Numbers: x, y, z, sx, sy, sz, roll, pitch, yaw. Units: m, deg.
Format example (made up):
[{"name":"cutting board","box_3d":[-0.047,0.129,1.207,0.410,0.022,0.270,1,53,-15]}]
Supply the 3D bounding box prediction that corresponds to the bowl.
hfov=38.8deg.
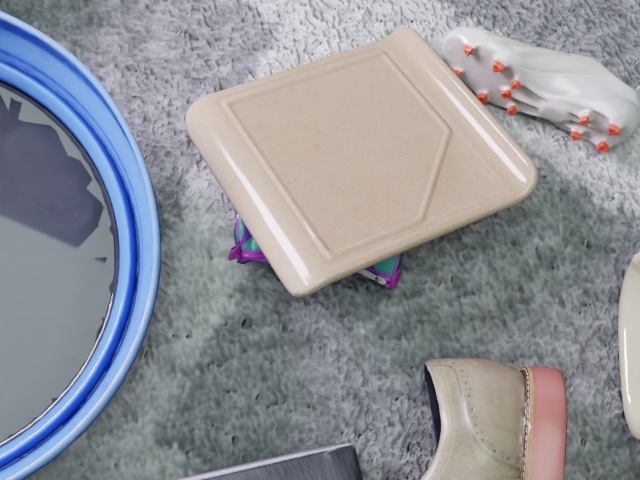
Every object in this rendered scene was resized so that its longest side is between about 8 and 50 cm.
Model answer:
[{"name":"bowl","box_3d":[-0.316,0.008,0.668,0.391,0.077,0.391,3,76,-11]}]

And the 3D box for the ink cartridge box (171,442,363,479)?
[{"name":"ink cartridge box","box_3d":[-0.062,0.313,0.621,0.307,0.072,0.304,-1,72,-45]}]

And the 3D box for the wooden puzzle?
[{"name":"wooden puzzle","box_3d":[0.032,-0.074,0.790,0.238,0.044,0.221,-24,59,-17]}]

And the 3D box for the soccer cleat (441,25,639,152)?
[{"name":"soccer cleat","box_3d":[0.207,-0.152,0.849,0.196,0.068,0.076,27,60,3]}]

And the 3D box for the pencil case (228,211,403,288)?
[{"name":"pencil case","box_3d":[0.000,0.000,0.792,0.151,0.064,0.070,8,50,0]}]

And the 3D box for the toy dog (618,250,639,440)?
[{"name":"toy dog","box_3d":[0.473,0.164,0.668,0.407,0.284,0.396,4,75,-4]}]

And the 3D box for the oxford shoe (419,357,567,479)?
[{"name":"oxford shoe","box_3d":[0.107,0.260,0.709,0.130,0.123,0.348,11,64,3]}]
